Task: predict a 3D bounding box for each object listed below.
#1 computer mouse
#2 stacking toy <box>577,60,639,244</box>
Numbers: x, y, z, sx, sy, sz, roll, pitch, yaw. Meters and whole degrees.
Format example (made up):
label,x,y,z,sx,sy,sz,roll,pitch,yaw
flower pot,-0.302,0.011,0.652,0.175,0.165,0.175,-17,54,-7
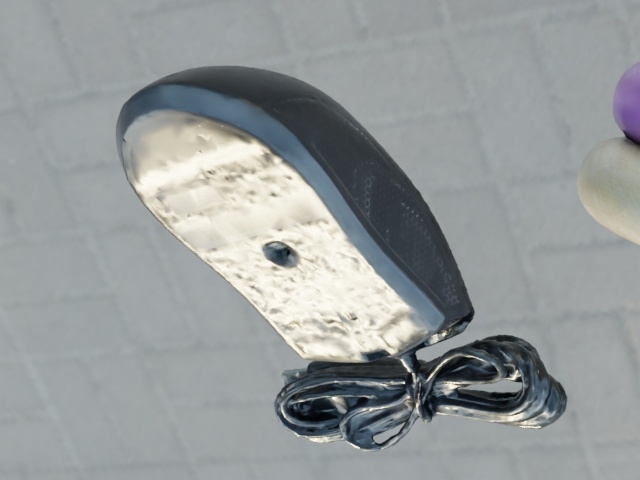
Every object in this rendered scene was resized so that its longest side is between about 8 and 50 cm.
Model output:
label,x,y,z,sx,sy,sz,roll,pitch,yaw
computer mouse,0.000,0.000,0.880,0.188,0.072,0.272,-9,132,38
stacking toy,0.214,-0.144,0.640,0.141,0.141,0.330,20,101,9
